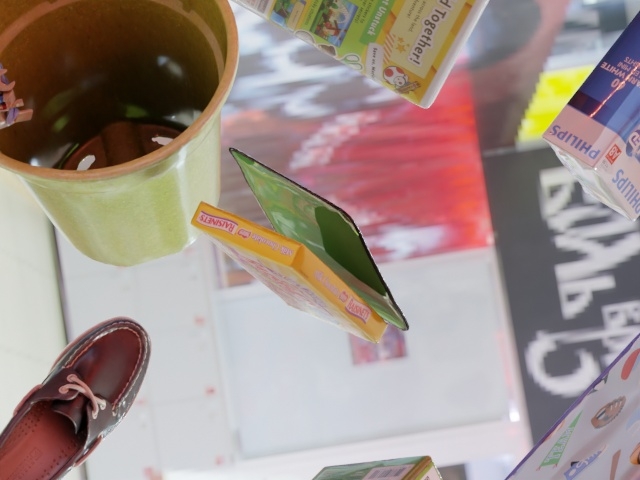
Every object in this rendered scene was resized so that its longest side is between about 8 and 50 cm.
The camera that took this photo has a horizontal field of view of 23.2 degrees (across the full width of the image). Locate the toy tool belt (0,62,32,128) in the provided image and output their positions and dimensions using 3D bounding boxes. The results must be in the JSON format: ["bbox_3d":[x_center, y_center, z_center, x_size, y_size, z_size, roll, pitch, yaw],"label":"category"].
[{"bbox_3d":[-0.278,-0.129,1.330,0.083,0.051,0.052,82,-11,-45],"label":"toy tool belt"}]

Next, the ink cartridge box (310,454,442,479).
[{"bbox_3d":[0.099,0.401,1.914,0.097,0.189,0.255,-38,107,-43],"label":"ink cartridge box"}]

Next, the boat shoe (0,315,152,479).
[{"bbox_3d":[-0.125,0.086,0.749,0.046,0.125,0.038,45,-18,-4],"label":"boat shoe"}]

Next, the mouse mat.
[{"bbox_3d":[0.000,0.000,1.358,0.153,0.007,0.189,31,-20,35],"label":"mouse mat"}]

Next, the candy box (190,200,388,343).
[{"bbox_3d":[-0.023,0.030,1.323,0.027,0.105,0.206,-64,151,-10],"label":"candy box"}]

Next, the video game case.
[{"bbox_3d":[0.021,-0.211,0.977,0.026,0.206,0.227,-59,177,-42],"label":"video game case"}]

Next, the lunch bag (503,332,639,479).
[{"bbox_3d":[0.255,0.204,1.295,0.115,0.303,0.243,43,4,-12],"label":"lunch bag"}]

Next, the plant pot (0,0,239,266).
[{"bbox_3d":[-0.203,-0.109,1.536,0.254,0.276,0.276,82,-1,-59],"label":"plant pot"}]

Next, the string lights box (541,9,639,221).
[{"bbox_3d":[0.351,-0.163,1.586,0.077,0.259,0.133,36,-2,38],"label":"string lights box"}]
